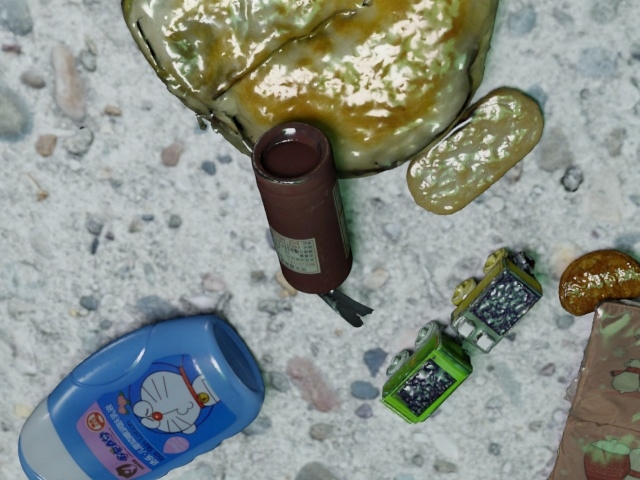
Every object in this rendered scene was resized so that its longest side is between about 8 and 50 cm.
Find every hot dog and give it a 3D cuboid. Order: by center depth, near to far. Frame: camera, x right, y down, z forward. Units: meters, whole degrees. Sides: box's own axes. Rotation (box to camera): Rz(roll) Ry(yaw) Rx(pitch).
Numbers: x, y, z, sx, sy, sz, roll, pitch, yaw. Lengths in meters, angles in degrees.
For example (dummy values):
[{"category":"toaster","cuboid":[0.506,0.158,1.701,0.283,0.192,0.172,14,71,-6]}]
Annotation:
[{"category":"hot dog","cuboid":[0.268,0.041,1.148,0.083,0.035,0.058,-18,109,11]}]

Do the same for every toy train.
[{"category":"toy train","cuboid":[0.134,0.093,1.154,0.060,0.081,0.202,38,109,-10]}]

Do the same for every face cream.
[{"category":"face cream","cuboid":[-0.191,0.175,1.210,0.264,0.083,0.149,-30,104,15]}]

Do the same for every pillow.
[{"category":"pillow","cuboid":[0.306,0.170,1.186,0.135,0.049,0.248,9,118,1]}]

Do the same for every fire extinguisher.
[{"category":"fire extinguisher","cuboid":[0.000,0.000,1.095,0.099,0.071,0.231,32,153,31]}]

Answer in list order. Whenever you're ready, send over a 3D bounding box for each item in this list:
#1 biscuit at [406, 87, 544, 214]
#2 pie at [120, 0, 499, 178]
[{"category":"biscuit","cuboid":[0.142,-0.082,1.118,0.147,0.018,0.071,-41,106,17]},{"category":"pie","cuboid":[-0.009,-0.207,1.048,0.339,0.077,0.339,2,113,5]}]
